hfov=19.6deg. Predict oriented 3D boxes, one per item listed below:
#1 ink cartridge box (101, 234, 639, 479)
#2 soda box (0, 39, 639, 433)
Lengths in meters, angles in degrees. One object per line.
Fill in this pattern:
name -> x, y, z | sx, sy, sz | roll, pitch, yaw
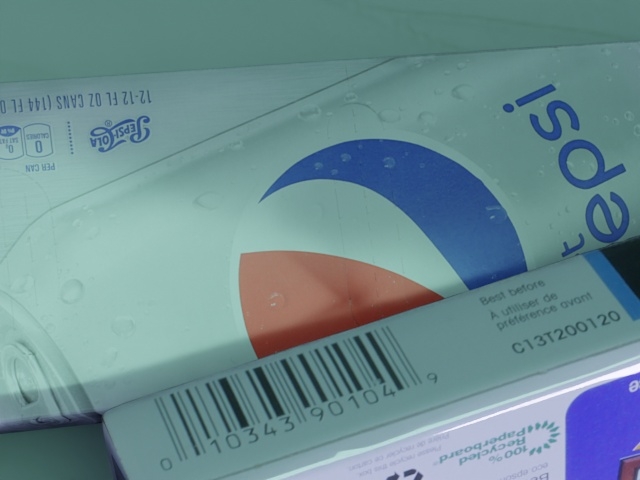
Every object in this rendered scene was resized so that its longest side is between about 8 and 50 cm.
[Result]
ink cartridge box -> 0.057, 0.095, 0.515 | 0.206, 0.208, 0.045 | -18, 43, -13
soda box -> 0.000, 0.000, 0.538 | 0.286, 0.098, 0.091 | -5, 84, -16
